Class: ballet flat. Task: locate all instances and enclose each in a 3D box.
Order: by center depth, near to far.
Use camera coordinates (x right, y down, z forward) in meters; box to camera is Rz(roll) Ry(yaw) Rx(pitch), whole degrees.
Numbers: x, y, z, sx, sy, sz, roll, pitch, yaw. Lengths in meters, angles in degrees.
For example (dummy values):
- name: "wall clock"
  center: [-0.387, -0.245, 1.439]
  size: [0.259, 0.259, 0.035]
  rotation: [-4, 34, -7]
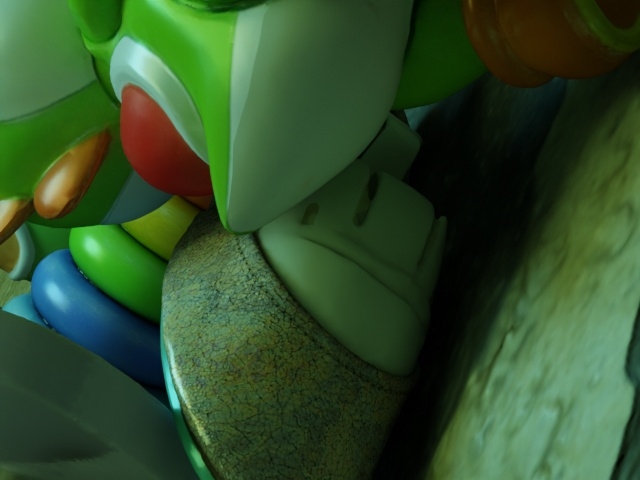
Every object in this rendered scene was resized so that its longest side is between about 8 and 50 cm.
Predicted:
- name: "ballet flat"
  center: [0.000, 0.000, 0.765]
  size: [0.106, 0.107, 0.316]
  rotation: [-46, 19, 19]

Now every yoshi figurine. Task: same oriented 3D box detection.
- name: "yoshi figurine"
  center: [-0.043, -0.115, 0.740]
  size: [0.362, 0.203, 0.203]
  rotation: [-16, 8, 44]

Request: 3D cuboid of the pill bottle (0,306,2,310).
- name: "pill bottle"
  center: [-0.414, 0.218, 1.484]
  size: [0.407, 0.229, 0.229]
  rotation: [-52, 5, -30]

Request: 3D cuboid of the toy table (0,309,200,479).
- name: "toy table"
  center: [-0.129, 0.160, 0.717]
  size: [0.274, 0.252, 0.161]
  rotation: [62, -142, -47]

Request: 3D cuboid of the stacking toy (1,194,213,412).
- name: "stacking toy"
  center: [-0.094, 0.010, 1.082]
  size: [0.330, 0.141, 0.141]
  rotation: [-57, 14, 8]

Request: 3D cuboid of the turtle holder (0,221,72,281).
- name: "turtle holder"
  center: [-0.195, -0.123, 1.464]
  size: [0.320, 0.227, 0.243]
  rotation: [-63, 12, 12]
